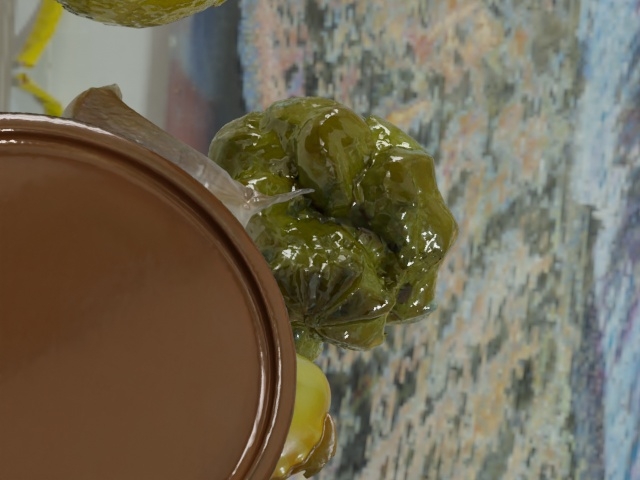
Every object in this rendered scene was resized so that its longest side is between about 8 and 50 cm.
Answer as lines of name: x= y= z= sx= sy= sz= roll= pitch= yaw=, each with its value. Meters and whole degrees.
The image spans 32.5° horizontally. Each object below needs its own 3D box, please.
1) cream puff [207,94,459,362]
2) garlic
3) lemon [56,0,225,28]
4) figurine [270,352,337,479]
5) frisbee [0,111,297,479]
cream puff: x=0.000 y=0.000 z=1.428 sx=0.275 sy=0.379 sz=0.378 roll=-98 pitch=-170 yaw=-82
garlic: x=-0.118 y=-0.046 z=0.841 sx=0.090 sy=0.198 sz=0.128 roll=103 pitch=14 yaw=-44
lemon: x=-0.198 y=-0.425 z=1.241 sx=0.387 sy=0.350 sz=0.349 roll=-42 pitch=-165 yaw=43
figurine: x=-0.065 y=0.130 z=1.051 sx=0.156 sy=0.131 sz=0.246 roll=72 pitch=-3 yaw=-52
frisbee: x=-0.128 y=0.046 z=0.517 sx=0.021 sy=0.251 sz=0.250 roll=-47 pitch=-163 yaw=51
